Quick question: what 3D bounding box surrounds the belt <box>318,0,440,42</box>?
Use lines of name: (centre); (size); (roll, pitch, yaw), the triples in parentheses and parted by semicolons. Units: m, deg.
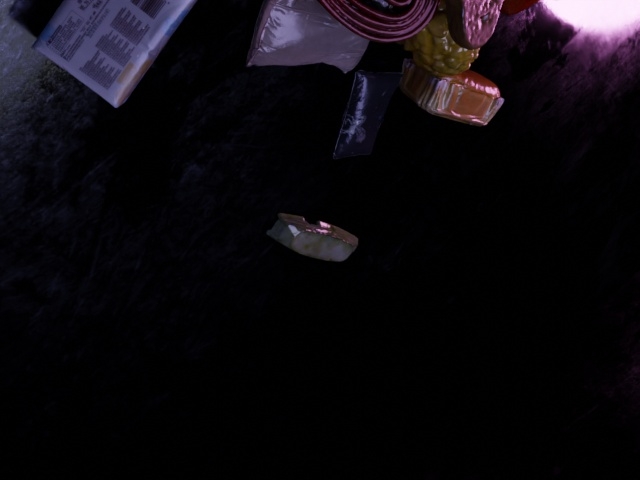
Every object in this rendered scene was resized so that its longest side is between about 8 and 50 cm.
belt: (0.074, -0.501, 1.355); (0.227, 0.115, 0.324); (-40, 114, 8)

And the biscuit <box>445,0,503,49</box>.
biscuit: (0.332, -0.556, 1.353); (0.394, 0.076, 0.368); (-34, 134, -28)

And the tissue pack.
tissue pack: (-0.316, -0.355, 1.240); (0.159, 0.145, 0.229); (35, 99, -17)

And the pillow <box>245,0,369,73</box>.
pillow: (-0.006, -0.402, 1.496); (0.270, 0.067, 0.173); (-3, 126, -35)

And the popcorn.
popcorn: (0.224, -0.434, 1.565); (0.226, 0.203, 0.201); (-16, 112, -64)

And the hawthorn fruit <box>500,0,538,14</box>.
hawthorn fruit: (0.406, -0.568, 1.626); (0.189, 0.189, 0.251); (-46, 154, 2)

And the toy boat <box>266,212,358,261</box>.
toy boat: (0.000, 0.000, 1.867); (0.293, 0.055, 0.093); (15, 116, -46)

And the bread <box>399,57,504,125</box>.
bread: (0.296, -0.340, 1.756); (0.241, 0.136, 0.107); (6, 120, -42)

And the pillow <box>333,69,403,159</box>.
pillow: (0.097, -0.275, 1.707); (0.141, 0.055, 0.208); (-10, 131, -42)
